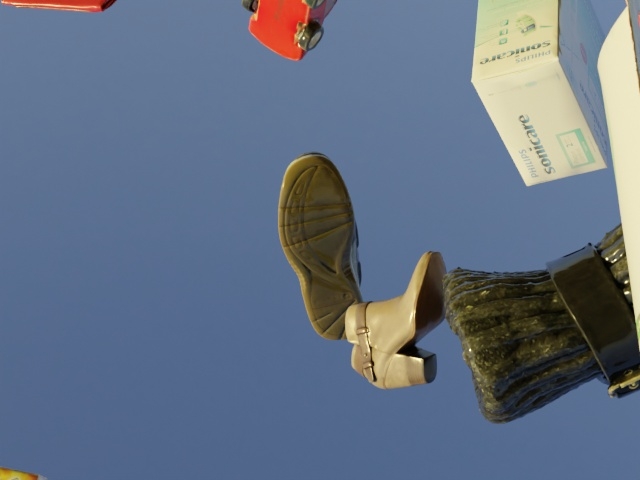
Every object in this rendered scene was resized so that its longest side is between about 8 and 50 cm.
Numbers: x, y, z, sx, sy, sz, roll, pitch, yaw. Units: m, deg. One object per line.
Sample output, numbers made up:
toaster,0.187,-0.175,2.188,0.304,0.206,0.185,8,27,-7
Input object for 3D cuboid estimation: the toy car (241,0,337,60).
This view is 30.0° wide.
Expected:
toy car,0.015,-0.223,0.765,0.225,0.239,0.053,12,-134,40

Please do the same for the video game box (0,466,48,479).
video game box,-0.378,0.304,1.131,0.187,0.048,0.205,12,-107,1

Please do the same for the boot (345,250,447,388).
boot,0.057,0.062,0.955,0.042,0.118,0.087,0,-173,-44

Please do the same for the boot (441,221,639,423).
boot,0.210,0.026,0.771,0.260,0.348,0.131,-10,-110,3

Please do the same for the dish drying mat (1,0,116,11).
dish drying mat,-0.171,-0.163,0.794,0.083,0.008,0.032,9,-133,26

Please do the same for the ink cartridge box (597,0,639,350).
ink cartridge box,0.150,-0.023,0.542,0.056,0.225,0.181,-15,-118,27

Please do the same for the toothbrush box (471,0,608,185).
toothbrush box,0.316,-0.261,1.694,0.126,0.216,0.295,-12,-136,26

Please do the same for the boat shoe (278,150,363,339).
boat shoe,0.001,0.000,1.261,0.080,0.223,0.073,-12,-149,2
